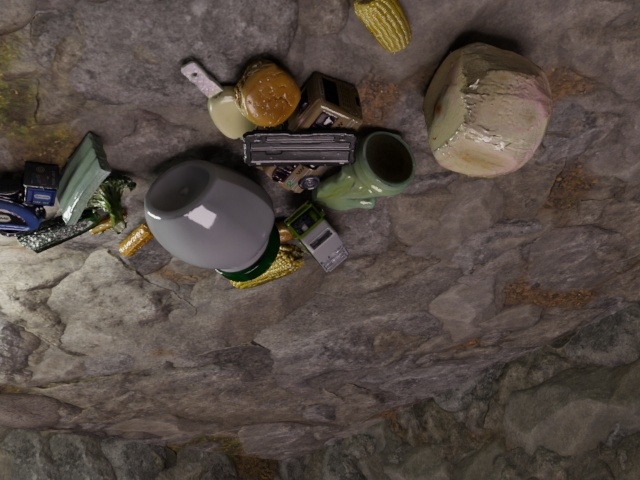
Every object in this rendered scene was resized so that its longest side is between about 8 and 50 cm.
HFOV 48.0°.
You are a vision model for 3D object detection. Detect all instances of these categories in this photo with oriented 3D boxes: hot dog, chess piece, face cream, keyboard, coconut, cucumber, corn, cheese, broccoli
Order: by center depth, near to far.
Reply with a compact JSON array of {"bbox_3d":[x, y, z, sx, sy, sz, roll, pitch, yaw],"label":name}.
[{"bbox_3d":[0.135,-0.462,1.511,0.085,0.063,0.165,-42,142,4],"label":"corn"},{"bbox_3d":[-0.222,-0.324,1.636,0.127,0.050,0.255,-23,145,19],"label":"cheese"},{"bbox_3d":[0.388,-0.288,1.651,0.254,0.297,0.297,14,142,-14],"label":"coconut"},{"bbox_3d":[-0.046,-0.213,1.652,0.262,0.016,0.106,-1,137,-4],"label":"keyboard"},{"bbox_3d":[-0.517,-0.088,1.784,0.122,0.204,0.118,6,120,-35],"label":"broccoli"},{"bbox_3d":[-0.272,-0.050,1.887,0.312,0.220,0.357,-20,147,15],"label":"face cream"},{"bbox_3d":[0.109,-0.154,1.922,0.175,0.176,0.298,9,155,-27],"label":"chess piece"},{"bbox_3d":[-0.702,-0.029,1.937,0.241,0.075,0.074,-21,146,13],"label":"cucumber"},{"bbox_3d":[-0.576,-0.046,1.963,0.133,0.056,0.041,-22,115,18],"label":"hot dog"},{"bbox_3d":[-0.219,0.002,2.126,0.285,0.061,0.088,-14,147,4],"label":"hot dog"},{"bbox_3d":[-0.166,0.079,2.196,0.310,0.102,0.101,-20,149,39],"label":"corn"}]

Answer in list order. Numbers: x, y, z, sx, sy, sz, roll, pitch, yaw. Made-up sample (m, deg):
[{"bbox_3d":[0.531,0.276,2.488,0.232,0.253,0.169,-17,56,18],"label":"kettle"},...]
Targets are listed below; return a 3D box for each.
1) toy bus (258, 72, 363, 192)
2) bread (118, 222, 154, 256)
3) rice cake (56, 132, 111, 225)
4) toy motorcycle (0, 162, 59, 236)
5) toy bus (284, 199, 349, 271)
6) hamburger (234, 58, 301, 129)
[{"bbox_3d":[-0.031,-0.251,1.722,0.157,0.140,0.289,19,136,-29],"label":"toy bus"},{"bbox_3d":[-0.522,-0.002,2.053,0.052,0.044,0.157,17,139,-40],"label":"bread"},{"bbox_3d":[-0.583,-0.147,1.745,0.043,0.127,0.237,3,142,-44],"label":"rice cake"},{"bbox_3d":[-0.827,-0.118,1.729,0.358,0.125,0.213,5,136,-26],"label":"toy motorcycle"},{"bbox_3d":[0.000,0.000,2.067,0.113,0.139,0.302,-40,158,-1],"label":"toy bus"},{"bbox_3d":[-0.120,-0.323,1.604,0.138,0.083,0.147,-49,134,6],"label":"hamburger"}]
